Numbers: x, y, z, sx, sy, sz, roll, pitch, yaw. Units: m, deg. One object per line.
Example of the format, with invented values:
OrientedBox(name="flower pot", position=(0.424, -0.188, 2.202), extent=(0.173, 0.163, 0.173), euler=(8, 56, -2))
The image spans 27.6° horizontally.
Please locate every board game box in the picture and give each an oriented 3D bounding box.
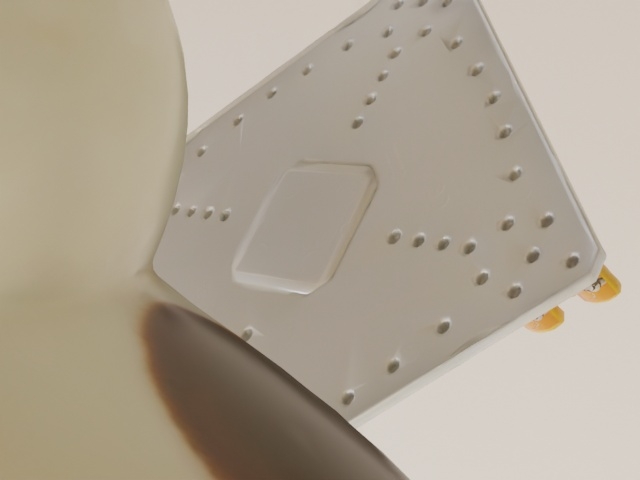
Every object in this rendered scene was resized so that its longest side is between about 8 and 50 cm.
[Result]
OrientedBox(name="board game box", position=(0.000, 0.000, 1.003), extent=(0.390, 0.050, 0.390), euler=(-34, -140, 18))

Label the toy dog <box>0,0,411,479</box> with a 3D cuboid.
OrientedBox(name="toy dog", position=(-0.102, 0.070, 0.372), extent=(0.395, 0.284, 0.408), euler=(-23, -89, 23))
